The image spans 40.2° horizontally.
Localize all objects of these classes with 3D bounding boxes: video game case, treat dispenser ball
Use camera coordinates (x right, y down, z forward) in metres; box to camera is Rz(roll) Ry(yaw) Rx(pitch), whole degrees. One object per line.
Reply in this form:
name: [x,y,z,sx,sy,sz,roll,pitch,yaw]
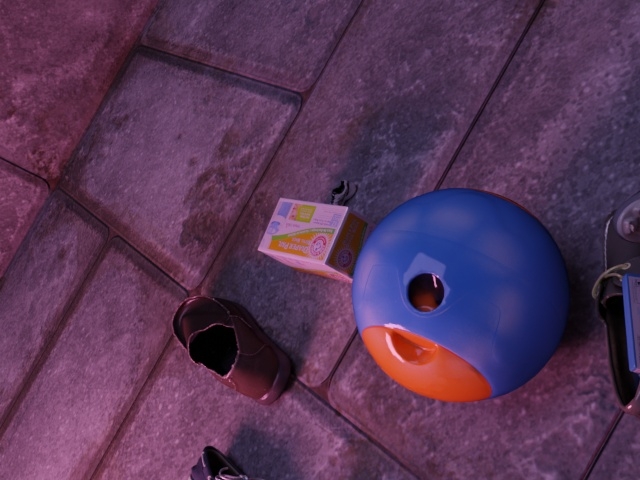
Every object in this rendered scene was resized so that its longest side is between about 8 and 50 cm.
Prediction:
video game case: [0.432,0.103,1.002,0.015,0.166,0.119,104,172,-61]
treat dispenser ball: [0.186,0.072,1.173,0.288,0.288,0.288,-27,48,35]

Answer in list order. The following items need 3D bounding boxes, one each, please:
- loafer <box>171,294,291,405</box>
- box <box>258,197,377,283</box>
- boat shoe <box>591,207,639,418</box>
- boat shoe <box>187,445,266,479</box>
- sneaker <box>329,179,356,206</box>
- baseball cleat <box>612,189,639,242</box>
loafer: [-0.192,0.181,1.655,0.366,0.130,0.133,23,85,52]
box: [0.000,0.000,1.579,0.203,0.103,0.114,10,74,51]
boat shoe: [0.393,0.079,1.079,0.109,0.091,0.304,124,152,-52]
boat shoe: [-0.146,0.426,1.480,0.254,0.095,0.079,22,95,61]
sneaker: [0.030,-0.080,1.652,0.083,0.037,0.032,-54,40,11]
baseball cleat: [0.435,-0.055,1.105,0.206,0.072,0.109,-19,24,-17]
